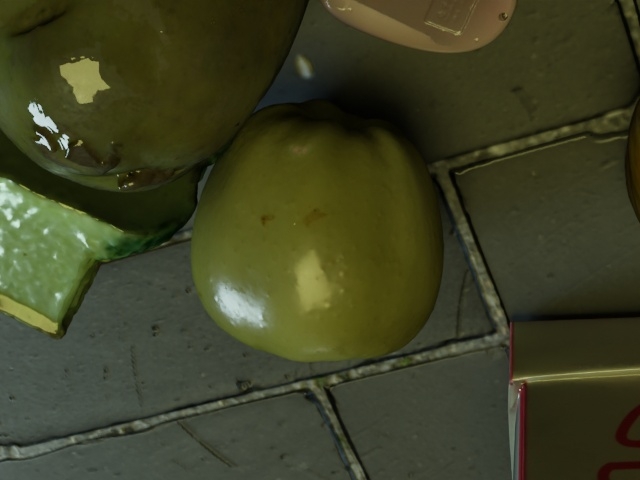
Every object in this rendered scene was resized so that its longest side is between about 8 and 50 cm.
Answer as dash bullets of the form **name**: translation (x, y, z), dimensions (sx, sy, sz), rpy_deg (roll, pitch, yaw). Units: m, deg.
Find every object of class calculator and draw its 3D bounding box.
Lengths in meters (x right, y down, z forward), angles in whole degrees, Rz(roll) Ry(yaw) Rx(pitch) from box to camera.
- **calculator**: translation (0.056, -0.184, 1.074), dimensions (0.166, 0.024, 0.103), rpy_deg (19, 124, -6)

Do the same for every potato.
- **potato**: translation (-0.108, -0.192, 0.943), dimensions (0.221, 0.243, 0.326), rpy_deg (4, 93, -1)

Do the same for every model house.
- **model house**: translation (-0.186, -0.045, 1.103), dimensions (0.195, 0.214, 0.189), rpy_deg (25, 134, -10)

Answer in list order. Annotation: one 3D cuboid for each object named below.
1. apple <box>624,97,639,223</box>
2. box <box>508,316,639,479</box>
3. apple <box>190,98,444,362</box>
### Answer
- **apple**: translation (0.371, -0.033, 1.045), dimensions (0.309, 0.314, 0.252), rpy_deg (-13, 78, 9)
- **box**: translation (0.300, 0.259, 1.169), dimensions (0.312, 0.300, 0.314), rpy_deg (-2, 123, 10)
- **apple**: translation (0.000, 0.000, 1.112), dimensions (0.200, 0.200, 0.200), rpy_deg (3, 124, 5)
